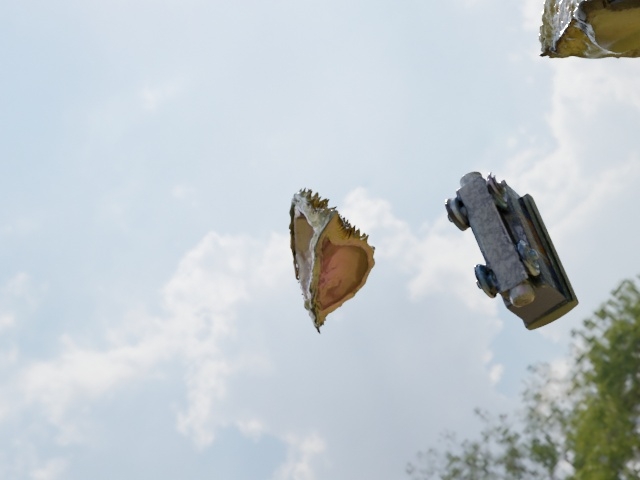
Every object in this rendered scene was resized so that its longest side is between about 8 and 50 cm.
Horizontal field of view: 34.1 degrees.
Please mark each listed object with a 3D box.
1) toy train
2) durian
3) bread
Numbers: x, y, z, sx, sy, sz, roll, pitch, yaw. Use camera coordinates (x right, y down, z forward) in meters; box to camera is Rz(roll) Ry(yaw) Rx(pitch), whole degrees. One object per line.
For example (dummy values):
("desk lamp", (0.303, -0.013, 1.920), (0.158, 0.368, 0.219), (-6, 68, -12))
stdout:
("toy train", (0.345, 0.013, 1.928), (0.131, 0.300, 0.202), (-33, -40, 23))
("durian", (-0.005, 0.003, 2.112), (0.185, 0.195, 0.305), (-29, -43, -24))
("bread", (0.445, -0.358, 1.550), (0.262, 0.204, 0.163), (137, 136, -82))
